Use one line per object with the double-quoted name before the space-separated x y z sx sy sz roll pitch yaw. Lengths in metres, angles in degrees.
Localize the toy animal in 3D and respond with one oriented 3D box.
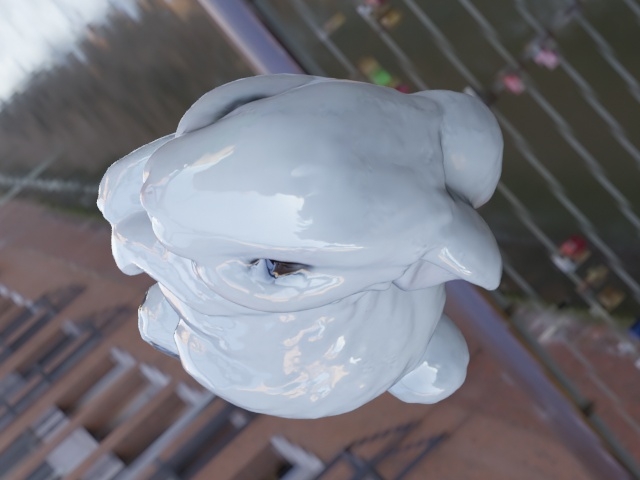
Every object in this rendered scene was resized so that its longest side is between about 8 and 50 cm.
"toy animal" 0.000 0.000 0.946 0.258 0.193 0.357 15 169 -7
